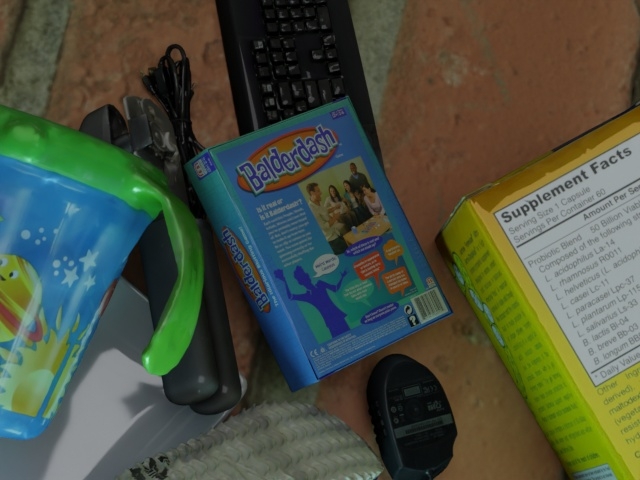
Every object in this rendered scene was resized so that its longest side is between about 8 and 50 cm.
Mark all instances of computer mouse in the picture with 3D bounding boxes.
[{"bbox_3d":[0.088,0.214,1.478,0.071,0.041,0.242,-8,81,-32],"label":"computer mouse"}]

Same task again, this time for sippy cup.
[{"bbox_3d":[-0.255,0.024,1.309,0.240,0.305,0.224,21,81,-35],"label":"sippy cup"}]

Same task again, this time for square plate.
[{"bbox_3d":[-0.294,0.136,1.402,0.344,0.049,0.347,40,70,1],"label":"square plate"}]

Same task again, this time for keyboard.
[{"bbox_3d":[-0.044,-0.082,1.531,0.201,0.033,0.317,-8,76,-15],"label":"keyboard"}]

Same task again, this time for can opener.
[{"bbox_3d":[-0.138,0.012,1.430,0.095,0.076,0.283,-21,65,19],"label":"can opener"}]

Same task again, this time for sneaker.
[{"bbox_3d":[-0.081,0.227,1.397,0.293,0.146,0.102,-13,49,-44],"label":"sneaker"}]

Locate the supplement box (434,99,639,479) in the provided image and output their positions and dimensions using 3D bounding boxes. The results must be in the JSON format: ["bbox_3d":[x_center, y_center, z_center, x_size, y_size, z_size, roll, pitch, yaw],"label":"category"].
[{"bbox_3d":[0.273,0.090,1.454,0.194,0.195,0.356,-28,82,-9],"label":"supplement box"}]

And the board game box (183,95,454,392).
[{"bbox_3d":[0.000,0.000,1.462,0.160,0.047,0.210,-23,86,-36],"label":"board game box"}]
